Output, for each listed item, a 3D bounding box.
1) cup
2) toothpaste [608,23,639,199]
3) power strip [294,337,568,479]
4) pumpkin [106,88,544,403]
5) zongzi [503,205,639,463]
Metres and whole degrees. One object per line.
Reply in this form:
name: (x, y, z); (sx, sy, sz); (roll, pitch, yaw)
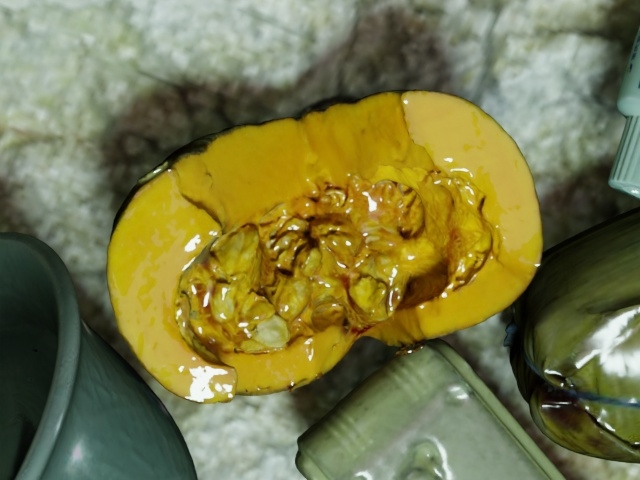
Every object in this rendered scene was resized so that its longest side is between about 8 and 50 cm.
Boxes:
cup: (-0.124, 0.117, 0.847); (0.150, 0.199, 0.199); (37, 93, -35)
toothpaste: (0.192, -0.158, 0.884); (0.075, 0.048, 0.297); (22, 83, -17)
power strip: (0.138, 0.208, 0.939); (0.092, 0.066, 0.387); (-41, 104, -3)
pumpkin: (0.000, 0.000, 0.868); (0.183, 0.107, 0.119); (-14, 98, -1)
zongzi: (0.255, 0.090, 0.939); (0.286, 0.138, 0.300); (-25, 116, -1)
